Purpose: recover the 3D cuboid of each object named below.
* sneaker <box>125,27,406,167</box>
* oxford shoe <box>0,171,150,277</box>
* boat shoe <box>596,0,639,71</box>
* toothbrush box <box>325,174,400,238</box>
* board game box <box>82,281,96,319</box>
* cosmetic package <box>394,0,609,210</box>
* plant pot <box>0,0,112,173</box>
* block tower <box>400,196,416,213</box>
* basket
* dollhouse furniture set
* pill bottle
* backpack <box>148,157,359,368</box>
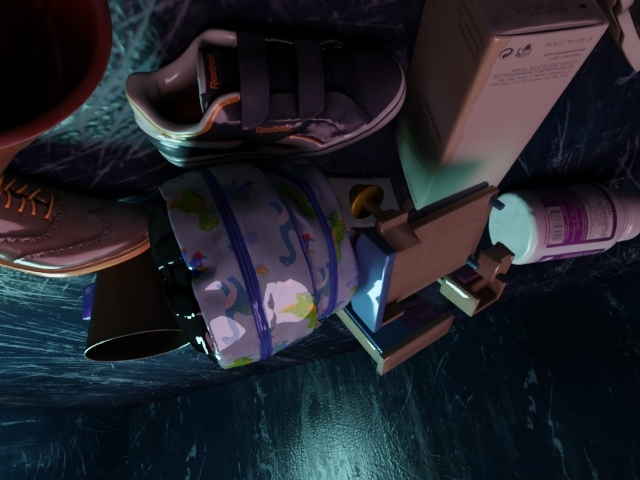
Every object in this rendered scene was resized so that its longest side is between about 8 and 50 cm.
[{"bbox_3d":[-0.060,-0.166,0.481,0.321,0.126,0.127,-13,161,6],"label":"sneaker"},{"bbox_3d":[-0.430,-0.030,0.610,0.364,0.130,0.132,-2,147,-21],"label":"oxford shoe"},{"bbox_3d":[0.328,-0.282,0.411,0.340,0.127,0.113,13,145,-45],"label":"boat shoe"},{"bbox_3d":[0.000,0.000,0.858,0.216,0.126,0.295,-2,153,-22],"label":"toothbrush box"},{"bbox_3d":[-0.355,0.147,1.042,0.233,0.078,0.347,-19,158,14],"label":"board game box"},{"bbox_3d":[0.185,-0.180,0.525,0.113,0.160,0.309,-8,154,-5],"label":"cosmetic package"},{"bbox_3d":[-0.343,-0.129,0.308,0.272,0.272,0.265,13,154,-42],"label":"plant pot"},{"bbox_3d":[0.191,0.019,1.027,0.097,0.091,0.335,-3,153,-17],"label":"block tower"},{"bbox_3d":[-0.331,0.084,0.769,0.204,0.227,0.154,-23,153,22],"label":"basket"},{"bbox_3d":[0.131,-0.009,0.609,0.286,0.198,0.303,-25,141,-22],"label":"dollhouse furniture set"},{"bbox_3d":[0.564,-0.045,0.964,0.302,0.169,0.169,-6,155,-11],"label":"pill bottle"},{"bbox_3d":[-0.105,0.023,0.554,0.273,0.290,0.355,-13,178,-2],"label":"backpack"}]
